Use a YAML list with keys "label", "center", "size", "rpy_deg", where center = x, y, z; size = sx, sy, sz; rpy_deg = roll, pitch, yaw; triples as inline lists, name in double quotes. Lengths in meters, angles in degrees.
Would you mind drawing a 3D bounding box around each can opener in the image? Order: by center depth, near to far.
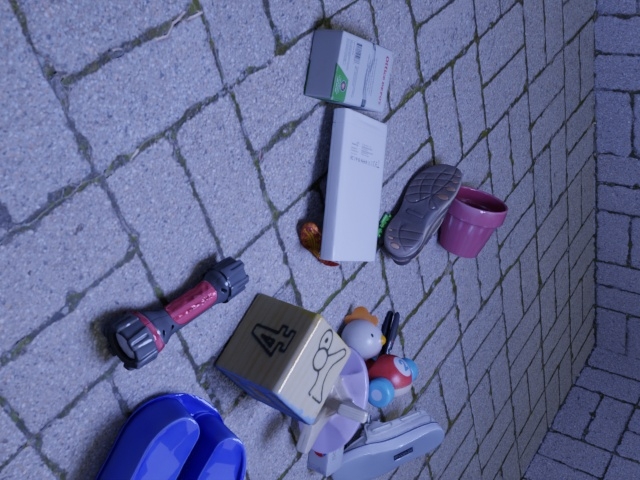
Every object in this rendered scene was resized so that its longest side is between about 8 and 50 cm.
- label: "can opener"
  center: [0.194, 0.296, 2.009]
  size: [0.073, 0.059, 0.186]
  rpy_deg: [39, 71, -50]

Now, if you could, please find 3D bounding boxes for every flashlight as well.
- label: "flashlight"
  center: [-0.265, 0.128, 1.319]
  size: [0.304, 0.103, 0.103]
  rpy_deg: [-36, 126, -39]

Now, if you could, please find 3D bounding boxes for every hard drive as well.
- label: "hard drive"
  center: [0.086, -0.126, 1.675]
  size: [0.233, 0.047, 0.353]
  rpy_deg: [4, 91, -60]

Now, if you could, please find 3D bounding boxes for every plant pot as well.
- label: "plant pot"
  center: [0.462, -0.052, 2.143]
  size: [0.201, 0.201, 0.180]
  rpy_deg: [-16, 131, -49]

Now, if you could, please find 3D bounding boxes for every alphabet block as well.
- label: "alphabet block"
  center: [-0.079, 0.265, 1.532]
  size: [0.197, 0.193, 0.192]
  rpy_deg: [-58, 142, -21]

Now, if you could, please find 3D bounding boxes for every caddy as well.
- label: "caddy"
  center: [-0.303, 0.471, 1.335]
  size: [0.241, 0.179, 0.341]
  rpy_deg: [34, 74, -27]

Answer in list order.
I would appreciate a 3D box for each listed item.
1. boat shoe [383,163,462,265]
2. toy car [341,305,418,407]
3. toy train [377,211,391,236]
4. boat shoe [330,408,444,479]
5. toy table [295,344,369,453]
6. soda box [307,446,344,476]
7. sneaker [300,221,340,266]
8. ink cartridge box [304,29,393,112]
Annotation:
- label: "boat shoe"
  center: [0.290, -0.076, 1.969]
  size: [0.355, 0.132, 0.130]
  rpy_deg: [-50, 158, -24]
- label: "toy car"
  center: [0.136, 0.296, 1.835]
  size: [0.219, 0.210, 0.238]
  rpy_deg: [-17, 103, -61]
- label: "toy train"
  center: [0.171, -0.045, 1.895]
  size: [0.023, 0.017, 0.083]
  rpy_deg: [47, 64, -37]
- label: "boat shoe"
  center: [0.174, 0.589, 2.036]
  size: [0.367, 0.156, 0.135]
  rpy_deg: [-19, 127, -15]
- label: "toy table"
  center: [0.013, 0.393, 1.678]
  size: [0.161, 0.252, 0.274]
  rpy_deg: [24, 70, -69]
- label: "soda box"
  center: [0.022, 0.523, 1.860]
  size: [0.074, 0.069, 0.216]
  rpy_deg: [-10, 111, -51]
- label: "sneaker"
  center: [0.000, 0.000, 1.666]
  size: [0.175, 0.064, 0.067]
  rpy_deg: [53, 39, -51]
- label: "ink cartridge box"
  center: [0.069, -0.387, 1.579]
  size: [0.208, 0.087, 0.153]
  rpy_deg: [2, 101, -52]
